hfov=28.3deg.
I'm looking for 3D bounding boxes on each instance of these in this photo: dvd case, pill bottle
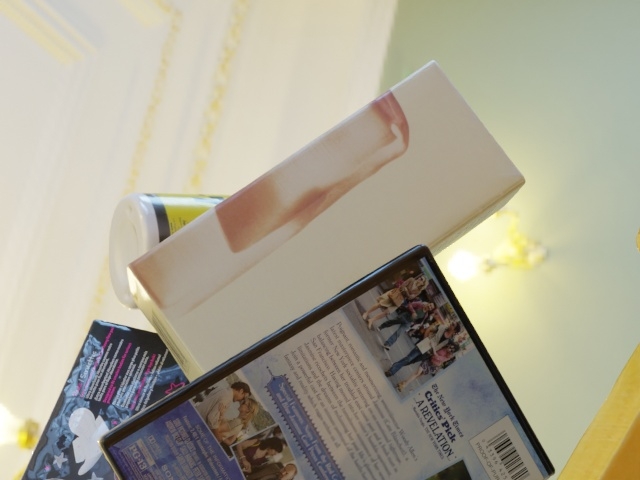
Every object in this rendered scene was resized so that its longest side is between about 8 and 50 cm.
[{"bbox_3d":[0.010,0.139,0.819,0.253,0.022,0.180,-30,-89,-17],"label":"dvd case"},{"bbox_3d":[-0.102,0.011,1.303,0.208,0.119,0.119,1,-88,-28],"label":"pill bottle"}]

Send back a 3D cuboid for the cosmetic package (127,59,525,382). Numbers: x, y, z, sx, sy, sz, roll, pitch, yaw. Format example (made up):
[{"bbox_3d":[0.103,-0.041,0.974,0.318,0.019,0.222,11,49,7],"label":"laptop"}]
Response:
[{"bbox_3d":[0.000,0.000,1.033,0.296,0.129,0.153,-34,-7,-14],"label":"cosmetic package"}]

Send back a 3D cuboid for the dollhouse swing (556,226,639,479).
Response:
[{"bbox_3d":[0.332,0.126,0.628,0.347,0.315,0.305,38,-114,-28],"label":"dollhouse swing"}]

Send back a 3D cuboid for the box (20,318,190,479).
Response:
[{"bbox_3d":[-0.195,0.230,1.250,0.163,0.142,0.247,87,-161,-55],"label":"box"}]
